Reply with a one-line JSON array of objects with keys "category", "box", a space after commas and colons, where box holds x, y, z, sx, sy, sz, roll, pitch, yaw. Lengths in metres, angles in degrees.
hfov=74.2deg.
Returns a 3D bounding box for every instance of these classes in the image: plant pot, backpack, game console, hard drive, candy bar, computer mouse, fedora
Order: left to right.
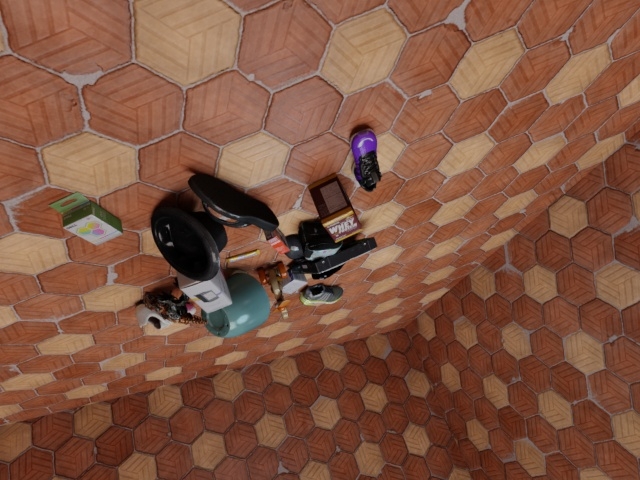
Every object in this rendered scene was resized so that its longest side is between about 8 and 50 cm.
[{"category": "fedora", "box": [-0.459, -0.011, 1.552, 0.152, 0.334, 0.334, -39, 171, -46]}, {"category": "plant pot", "box": [-0.428, 0.333, 2.039, 0.293, 0.293, 0.235, -42, 174, 35]}, {"category": "candy bar", "box": [-0.365, 0.076, 1.999, 0.161, 0.018, 0.040, -16, 152, -11]}, {"category": "computer mouse", "box": [-0.097, 0.051, 2.084, 0.188, 0.072, 0.272, -29, 152, 17]}, {"category": "game console", "box": [-0.017, 0.148, 2.335, 0.361, 0.044, 0.213, 4, 143, -46]}, {"category": "backpack", "box": [0.000, 0.000, 1.957, 0.188, 0.166, 0.144, -9, 152, -17]}, {"category": "hard drive", "box": [0.088, 0.076, 2.104, 0.338, 0.064, 0.237, -24, -175, -22]}]

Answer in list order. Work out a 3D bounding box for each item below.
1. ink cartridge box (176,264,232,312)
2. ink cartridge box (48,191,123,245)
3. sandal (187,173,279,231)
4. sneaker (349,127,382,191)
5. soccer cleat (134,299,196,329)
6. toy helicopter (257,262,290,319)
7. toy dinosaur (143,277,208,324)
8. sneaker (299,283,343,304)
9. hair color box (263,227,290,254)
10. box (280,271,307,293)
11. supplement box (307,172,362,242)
[{"category": "ink cartridge box", "box": [-0.504, 0.149, 1.809, 0.131, 0.226, 0.306, -21, 152, -3]}, {"category": "ink cartridge box", "box": [-0.774, -0.066, 1.406, 0.109, 0.062, 0.209, -23, 152, 5]}, {"category": "sandal", "box": [-0.315, -0.104, 1.540, 0.107, 0.168, 0.445, -40, 149, 16]}, {"category": "sneaker", "box": [0.183, -0.287, 1.589, 0.102, 0.146, 0.293, -20, 153, -3]}, {"category": "soccer cleat", "box": [-0.776, 0.388, 2.139, 0.116, 0.143, 0.331, -38, 149, 29]}, {"category": "toy helicopter", "box": [-0.208, 0.304, 2.212, 0.140, 0.235, 0.355, -18, 134, -7]}, {"category": "toy dinosaur", "box": [-0.675, 0.307, 1.983, 0.321, 0.164, 0.218, 11, 124, -8]}, {"category": "sneaker", "box": [0.021, 0.328, 2.636, 0.299, 0.111, 0.121, -6, 145, -31]}, {"category": "hair color box", "box": [-0.198, -0.012, 1.877, 0.053, 0.093, 0.167, -26, 153, 7]}, {"category": "box", "box": [-0.167, 0.231, 2.359, 0.137, 0.072, 0.126, -35, 149, 24]}, {"category": "supplement box", "box": [0.062, -0.130, 1.734, 0.129, 0.194, 0.191, -25, 152, 8]}]
